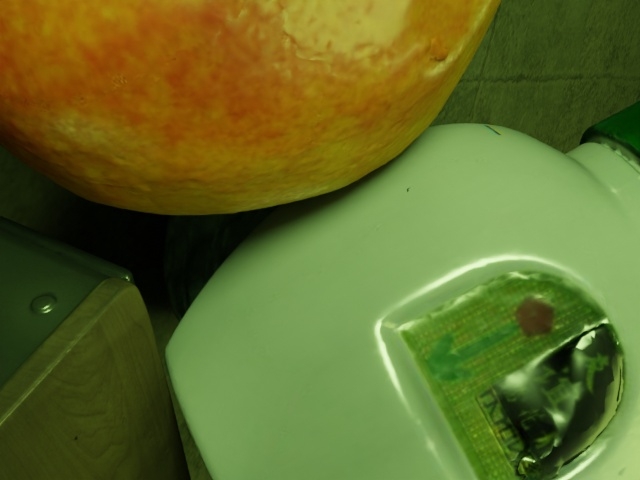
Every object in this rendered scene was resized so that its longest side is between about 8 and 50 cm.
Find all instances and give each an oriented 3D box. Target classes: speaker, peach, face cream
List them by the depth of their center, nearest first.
[{"bbox_3d":[-0.053,-0.147,0.595,0.308,0.289,0.289,-45,146,-52],"label":"peach"},{"bbox_3d":[-0.194,0.127,0.661,0.192,0.153,0.231,-52,150,-35],"label":"speaker"},{"bbox_3d":[0.106,0.079,0.697,0.357,0.312,0.219,-28,176,-3],"label":"face cream"}]

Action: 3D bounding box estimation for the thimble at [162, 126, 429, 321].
[{"bbox_3d":[0.000,0.000,0.874,0.250,0.172,0.205,-45,121,-11],"label":"thimble"}]
